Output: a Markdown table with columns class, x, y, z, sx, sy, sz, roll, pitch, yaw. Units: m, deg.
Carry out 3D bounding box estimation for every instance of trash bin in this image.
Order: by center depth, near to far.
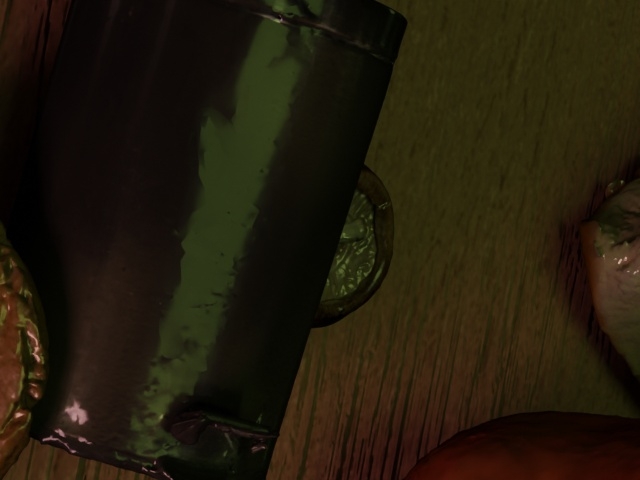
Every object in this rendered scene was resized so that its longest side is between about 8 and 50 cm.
| class | x | y | z | sx | sy | sz | roll | pitch | yaw |
| --- | --- | --- | --- | --- | --- | --- | --- | --- | --- |
| trash bin | -0.085 | -0.020 | 1.193 | 0.203 | 0.252 | 0.301 | 15 | 92 | -35 |

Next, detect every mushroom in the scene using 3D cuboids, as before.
| class | x | y | z | sx | sy | sz | roll | pitch | yaw |
| --- | --- | --- | --- | --- | --- | --- | --- | --- | --- |
| mushroom | 0.000 | 0.000 | 1.364 | 0.123 | 0.052 | 0.123 | -11 | 107 | -37 |

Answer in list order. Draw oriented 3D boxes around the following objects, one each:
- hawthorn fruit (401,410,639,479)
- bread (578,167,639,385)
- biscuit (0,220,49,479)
| class | x | y | z | sx | sy | sz | roll | pitch | yaw |
| --- | --- | --- | --- | --- | --- | --- | --- | --- | --- |
| hawthorn fruit | 0.240 | 0.322 | 1.335 | 0.472 | 0.472 | 0.471 | -3 | 96 | -36 |
| bread | 0.374 | 0.005 | 1.533 | 0.279 | 0.225 | 0.250 | -47 | 120 | -29 |
| biscuit | -0.255 | 0.067 | 1.111 | 0.042 | 0.226 | 0.226 | 22 | 78 | -78 |
